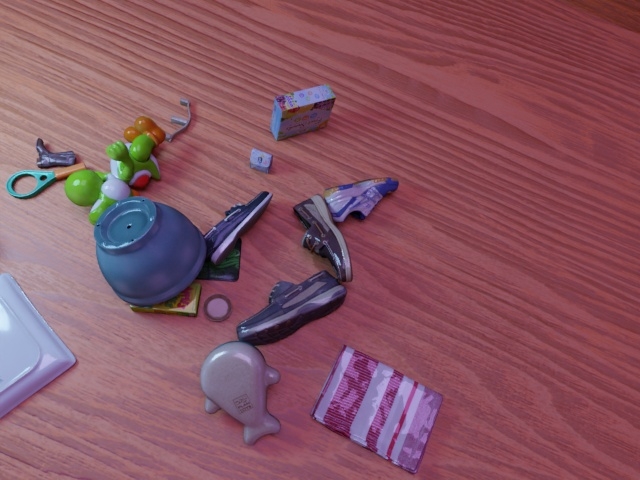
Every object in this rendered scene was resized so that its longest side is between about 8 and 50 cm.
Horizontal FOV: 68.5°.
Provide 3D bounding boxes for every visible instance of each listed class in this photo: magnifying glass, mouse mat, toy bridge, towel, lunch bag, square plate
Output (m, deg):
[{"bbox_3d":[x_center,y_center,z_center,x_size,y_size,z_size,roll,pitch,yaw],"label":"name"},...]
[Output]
[{"bbox_3d":[-0.851,-0.195,1.463,0.231,0.026,0.092,-21,71,-18],"label":"magnifying glass"},{"bbox_3d":[-0.343,0.052,1.455,0.190,0.007,0.152,4,63,-10],"label":"mouse mat"},{"bbox_3d":[-0.492,-0.417,1.644,0.063,0.026,0.188,17,63,-4],"label":"toy bridge"},{"bbox_3d":[0.165,0.469,1.331,0.329,0.037,0.237,28,62,3],"label":"towel"},{"bbox_3d":[-0.202,-0.272,1.597,0.071,0.083,0.053,20,62,-1],"label":"lunch bag"},{"bbox_3d":[-0.886,0.297,1.206,0.347,0.049,0.344,-39,76,-24],"label":"square plate"}]

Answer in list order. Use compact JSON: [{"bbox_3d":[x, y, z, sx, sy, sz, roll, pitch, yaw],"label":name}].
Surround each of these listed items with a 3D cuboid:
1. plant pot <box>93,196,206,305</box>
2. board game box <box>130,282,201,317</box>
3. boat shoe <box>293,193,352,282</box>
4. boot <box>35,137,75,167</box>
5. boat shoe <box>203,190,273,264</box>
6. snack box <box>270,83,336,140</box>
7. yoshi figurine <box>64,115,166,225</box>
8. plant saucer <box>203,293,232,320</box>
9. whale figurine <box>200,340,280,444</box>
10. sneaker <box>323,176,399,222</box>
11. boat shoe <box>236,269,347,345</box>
[{"bbox_3d":[-0.487,0.004,1.288,0.293,0.196,0.293,-6,54,8],"label":"plant pot"},{"bbox_3d":[-0.443,0.164,1.359,0.181,0.043,0.092,7,63,-7],"label":"board game box"},{"bbox_3d":[0.000,0.000,1.473,0.123,0.123,0.342,-19,57,-8],"label":"boat shoe"},{"bbox_3d":[-0.843,-0.282,1.504,0.114,0.037,0.106,-8,79,-11],"label":"boot"},{"bbox_3d":[-0.263,-0.062,1.462,0.091,0.114,0.302,36,58,4],"label":"boat shoe"},{"bbox_3d":[-0.065,-0.450,1.659,0.207,0.174,0.070,-19,72,-20],"label":"snack box"},{"bbox_3d":[-0.643,-0.224,1.441,0.203,0.203,0.362,13,64,14],"label":"yoshi figurine"},{"bbox_3d":[-0.303,0.198,1.384,0.084,0.015,0.083,4,64,-9],"label":"plant saucer"},{"bbox_3d":[-0.205,0.398,1.256,0.216,0.141,0.272,-27,94,-2],"label":"whale figurine"},{"bbox_3d":[0.145,-0.139,1.602,0.297,0.112,0.130,-16,97,-26],"label":"sneaker"},{"bbox_3d":[-0.093,0.192,1.379,0.355,0.132,0.130,-20,60,-28],"label":"boat shoe"}]
